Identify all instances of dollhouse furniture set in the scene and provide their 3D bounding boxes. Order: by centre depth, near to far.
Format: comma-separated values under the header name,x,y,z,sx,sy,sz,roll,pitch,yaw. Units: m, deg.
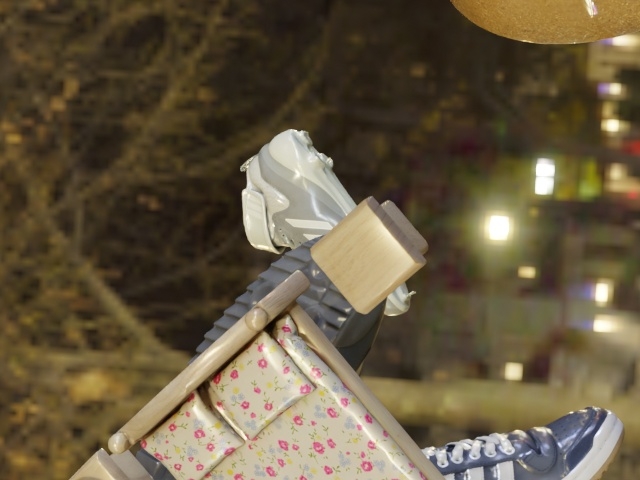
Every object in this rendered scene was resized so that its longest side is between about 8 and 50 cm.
name,x,y,z,sx,sy,sz,roll,pitch,yaw
dollhouse furniture set,-0.012,0.212,1.026,0.355,0.303,0.174,-44,-5,32

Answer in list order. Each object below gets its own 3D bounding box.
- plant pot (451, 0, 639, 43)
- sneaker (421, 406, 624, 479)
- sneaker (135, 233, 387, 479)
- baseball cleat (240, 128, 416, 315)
name,x,y,z,sx,sy,sz,roll,pitch,yaw
plant pot,0.155,-0.301,1.285,0.254,0.237,0.237,62,-151,-43
sneaker,0.096,0.181,1.544,0.153,0.282,0.099,54,171,-2
sneaker,-0.037,0.147,1.306,0.131,0.112,0.319,33,-87,-40
baseball cleat,0.000,0.000,1.804,0.206,0.109,0.072,58,-162,18
